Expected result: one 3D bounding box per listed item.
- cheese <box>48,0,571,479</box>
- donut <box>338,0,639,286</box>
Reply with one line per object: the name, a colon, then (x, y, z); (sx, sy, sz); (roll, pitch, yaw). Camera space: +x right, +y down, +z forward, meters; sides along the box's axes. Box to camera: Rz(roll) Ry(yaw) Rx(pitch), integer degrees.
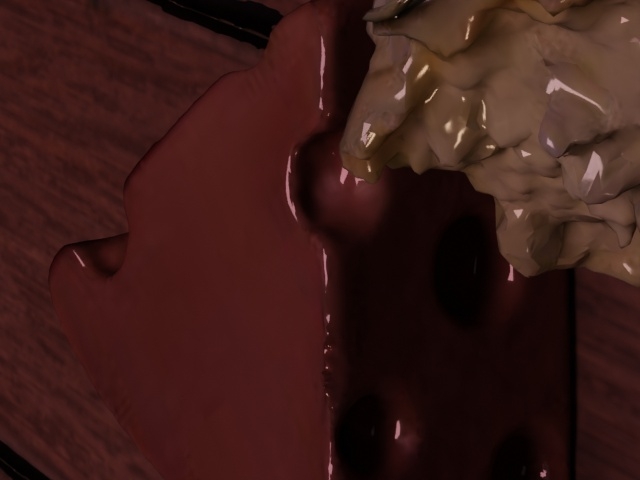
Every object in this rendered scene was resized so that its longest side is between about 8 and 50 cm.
cheese: (-0.014, 0.016, 0.700); (0.177, 0.128, 0.203); (3, 97, 49)
donut: (0.180, -0.008, 0.385); (0.307, 0.150, 0.371); (-38, 45, 12)
